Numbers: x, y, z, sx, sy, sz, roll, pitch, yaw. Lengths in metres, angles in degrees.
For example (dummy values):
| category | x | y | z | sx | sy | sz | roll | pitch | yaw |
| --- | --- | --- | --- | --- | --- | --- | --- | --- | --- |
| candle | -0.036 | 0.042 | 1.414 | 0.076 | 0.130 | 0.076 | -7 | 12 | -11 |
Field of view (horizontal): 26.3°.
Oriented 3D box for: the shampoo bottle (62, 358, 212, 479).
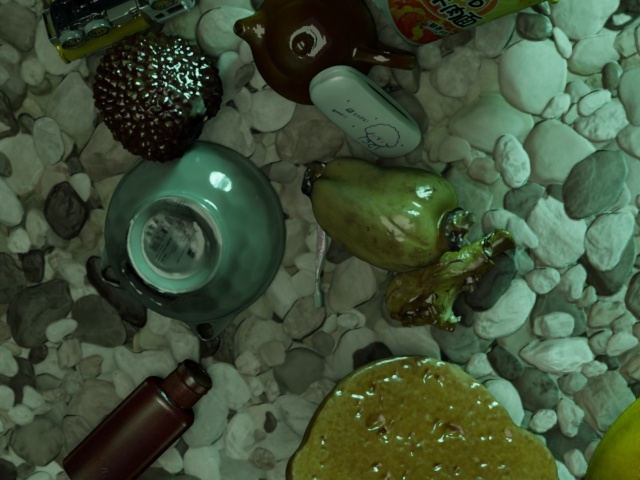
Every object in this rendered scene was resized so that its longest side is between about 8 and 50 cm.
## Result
| category | x | y | z | sx | sy | sz | roll | pitch | yaw |
| --- | --- | --- | --- | --- | --- | --- | --- | --- | --- |
| shampoo bottle | -0.271 | 0.285 | 2.075 | 0.260 | 0.064 | 0.102 | -44 | 89 | 15 |

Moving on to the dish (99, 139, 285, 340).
| category | x | y | z | sx | sy | sz | roll | pitch | yaw |
| --- | --- | --- | --- | --- | --- | --- | --- | --- | --- |
| dish | -0.197 | 0.000 | 1.978 | 0.303 | 0.120 | 0.303 | 2 | 100 | 10 |

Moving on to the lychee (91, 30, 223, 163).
| category | x | y | z | sx | sy | sz | roll | pitch | yaw |
| --- | --- | --- | --- | --- | --- | --- | --- | --- | --- |
| lychee | -0.232 | -0.204 | 1.915 | 0.188 | 0.188 | 0.188 | 2 | 101 | 11 |

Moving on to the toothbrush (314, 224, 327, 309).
| category | x | y | z | sx | sy | sz | roll | pitch | yaw |
| --- | --- | --- | --- | --- | --- | --- | --- | --- | --- |
| toothbrush | 0.000 | 0.000 | 1.990 | 0.017 | 0.022 | 0.204 | 6 | 102 | 26 |

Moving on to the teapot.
| category | x | y | z | sx | sy | sz | roll | pitch | yaw |
| --- | --- | --- | --- | --- | --- | --- | --- | --- | --- |
| teapot | 0.006 | -0.267 | 1.881 | 0.252 | 0.135 | 0.178 | 14 | 107 | 9 |

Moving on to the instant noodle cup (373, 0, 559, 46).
| category | x | y | z | sx | sy | sz | roll | pitch | yaw |
| --- | --- | --- | --- | --- | --- | --- | --- | --- | --- |
| instant noodle cup | 0.168 | -0.380 | 1.776 | 0.200 | 0.264 | 0.264 | -25 | 95 | 22 |

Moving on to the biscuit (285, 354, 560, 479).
| category | x | y | z | sx | sy | sz | roll | pitch | yaw |
| --- | --- | --- | --- | --- | --- | --- | --- | --- | --- |
| biscuit | 0.173 | 0.373 | 1.927 | 0.349 | 0.078 | 0.455 | -31 | 84 | -15 |

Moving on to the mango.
| category | x | y | z | sx | sy | sz | roll | pitch | yaw |
| --- | --- | --- | --- | --- | --- | --- | --- | --- | --- |
| mango | 0.468 | 0.324 | 1.917 | 0.176 | 0.119 | 0.317 | 31 | 114 | 1 |

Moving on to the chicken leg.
| category | x | y | z | sx | sy | sz | roll | pitch | yaw |
| --- | --- | --- | --- | --- | --- | --- | --- | --- | --- |
| chicken leg | 0.187 | 0.057 | 1.933 | 0.207 | 0.085 | 0.101 | -32 | 59 | 8 |

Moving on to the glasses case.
| category | x | y | z | sx | sy | sz | roll | pitch | yaw |
| --- | --- | --- | --- | --- | --- | --- | --- | --- | --- |
| glasses case | 0.063 | -0.174 | 1.878 | 0.076 | 0.049 | 0.197 | -27 | 138 | 27 |

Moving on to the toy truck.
| category | x | y | z | sx | sy | sz | roll | pitch | yaw |
| --- | --- | --- | --- | --- | --- | --- | --- | --- | --- |
| toy truck | -0.289 | -0.333 | 1.937 | 0.226 | 0.114 | 0.098 | -21 | 75 | 13 |

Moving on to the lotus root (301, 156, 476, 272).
| category | x | y | z | sx | sy | sz | roll | pitch | yaw |
| --- | --- | --- | --- | --- | --- | --- | --- | --- | --- |
| lotus root | 0.097 | -0.041 | 1.901 | 0.256 | 0.154 | 0.140 | 25 | 146 | 20 |
